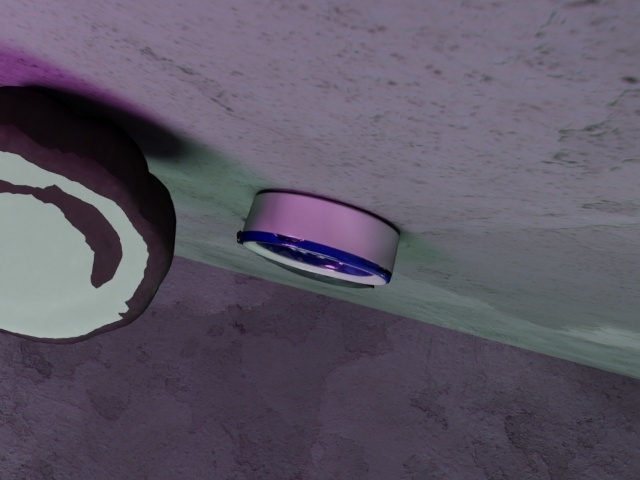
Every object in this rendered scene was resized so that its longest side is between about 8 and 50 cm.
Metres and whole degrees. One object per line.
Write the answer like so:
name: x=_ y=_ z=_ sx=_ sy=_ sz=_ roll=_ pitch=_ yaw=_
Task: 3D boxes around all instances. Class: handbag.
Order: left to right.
handbag: x=-0.018 y=0.042 z=1.046 sx=0.191 sy=0.075 sz=0.332 roll=13 pitch=174 yaw=34

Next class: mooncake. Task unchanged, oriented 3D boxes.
mooncake: x=-0.321 y=-0.023 z=0.565 sx=0.306 sy=0.306 sz=0.154 roll=21 pitch=-153 yaw=-29

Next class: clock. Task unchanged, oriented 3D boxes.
clock: x=0.000 y=0.000 z=0.743 sx=0.230 sy=0.083 sz=0.230 roll=14 pitch=172 yaw=2
